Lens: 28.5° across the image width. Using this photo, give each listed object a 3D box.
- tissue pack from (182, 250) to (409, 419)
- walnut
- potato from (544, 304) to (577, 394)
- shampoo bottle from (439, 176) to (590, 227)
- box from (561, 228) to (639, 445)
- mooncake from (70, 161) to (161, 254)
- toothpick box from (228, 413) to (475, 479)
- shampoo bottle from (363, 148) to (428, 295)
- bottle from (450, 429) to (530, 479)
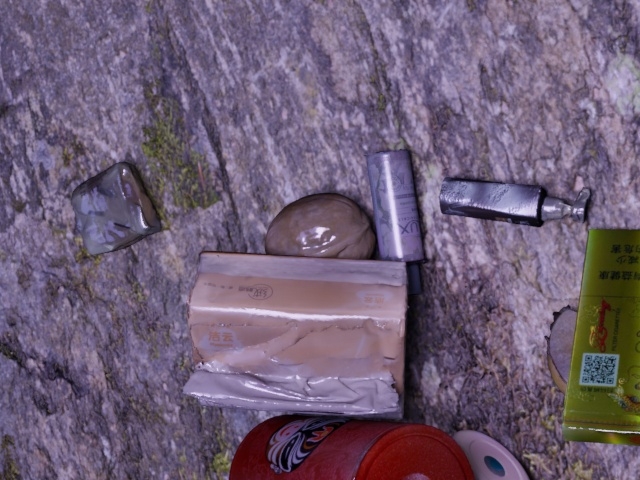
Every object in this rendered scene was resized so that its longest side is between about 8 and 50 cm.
[{"bbox_3d":[-0.032,0.159,1.760,0.305,0.238,0.239,3,95,4],"label":"tissue pack"},{"bbox_3d":[-0.001,0.001,1.855,0.162,0.140,0.140,-13,88,33],"label":"walnut"},{"bbox_3d":[0.419,0.186,1.694,0.243,0.098,0.138,12,59,29],"label":"potato"},{"bbox_3d":[0.275,-0.056,1.785,0.207,0.057,0.064,7,88,19],"label":"shampoo bottle"},{"bbox_3d":[0.421,0.122,1.652,0.172,0.043,0.311,0,55,21],"label":"box"},{"bbox_3d":[-0.325,-0.052,2.009,0.125,0.073,0.130,-22,87,18],"label":"mooncake"},{"bbox_3d":[0.036,0.346,1.740,0.333,0.204,0.204,-7,91,59],"label":"toothpick box"},{"bbox_3d":[0.113,-0.025,1.844,0.072,0.072,0.214,-8,90,21],"label":"shampoo bottle"},{"bbox_3d":[0.180,0.399,1.807,0.147,0.147,0.236,44,114,14],"label":"bottle"}]
